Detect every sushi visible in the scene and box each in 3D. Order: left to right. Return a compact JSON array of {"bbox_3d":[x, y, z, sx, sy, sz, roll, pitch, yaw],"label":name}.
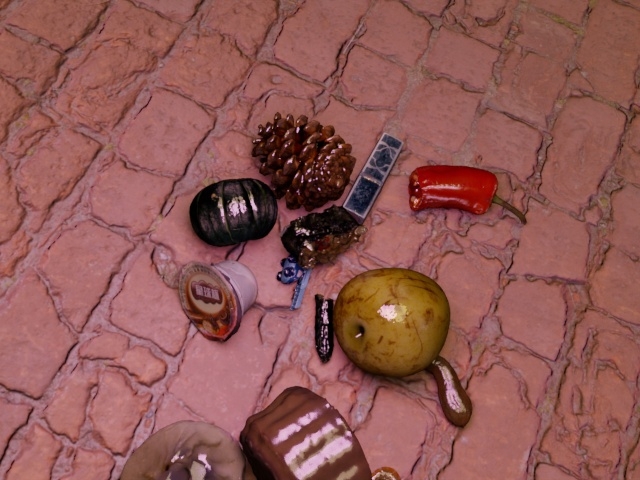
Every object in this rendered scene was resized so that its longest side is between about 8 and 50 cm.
[{"bbox_3d":[0.000,0.000,1.874,0.212,0.147,0.115,-17,64,-42],"label":"sushi"}]

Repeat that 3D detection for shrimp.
[{"bbox_3d":[0.159,0.588,1.715,0.091,0.025,0.127,-26,69,-21],"label":"shrimp"}]

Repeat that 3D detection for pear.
[{"bbox_3d":[0.171,0.191,1.777,0.283,0.283,0.284,4,65,-10],"label":"pear"}]

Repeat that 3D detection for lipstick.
[{"bbox_3d":[0.141,-0.169,2.035,0.077,0.076,0.290,27,61,4],"label":"lipstick"}]

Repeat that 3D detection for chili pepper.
[{"bbox_3d":[0.417,-0.140,2.047,0.338,0.134,0.131,4,52,-8],"label":"chili pepper"}]

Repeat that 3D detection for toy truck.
[{"bbox_3d":[-0.072,0.102,1.878,0.074,0.063,0.136,27,65,-20],"label":"toy truck"}]

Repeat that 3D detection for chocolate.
[{"bbox_3d":[-0.223,0.129,1.785,0.147,0.221,0.221,-19,69,-46],"label":"chocolate"}]

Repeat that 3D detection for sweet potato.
[{"bbox_3d":[0.304,0.351,1.838,0.081,0.062,0.233,-25,70,-19],"label":"sweet potato"}]

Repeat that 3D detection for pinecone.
[{"bbox_3d":[-0.048,-0.206,1.935,0.244,0.244,0.309,-33,59,-23],"label":"pinecone"}]

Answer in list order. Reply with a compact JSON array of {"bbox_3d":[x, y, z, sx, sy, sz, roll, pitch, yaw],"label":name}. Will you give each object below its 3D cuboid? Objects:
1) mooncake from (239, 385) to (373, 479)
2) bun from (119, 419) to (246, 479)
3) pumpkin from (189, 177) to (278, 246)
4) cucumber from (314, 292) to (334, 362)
[{"bbox_3d":[-0.033,0.479,1.564,0.187,0.324,0.324,-29,74,-21],"label":"mooncake"},{"bbox_3d":[-0.286,0.511,1.584,0.272,0.168,0.273,2,70,-5],"label":"bun"},{"bbox_3d":[-0.214,-0.070,1.841,0.220,0.220,0.162,-7,87,-15],"label":"pumpkin"},{"bbox_3d":[0.009,0.216,1.846,0.053,0.053,0.181,4,67,-10],"label":"cucumber"}]
